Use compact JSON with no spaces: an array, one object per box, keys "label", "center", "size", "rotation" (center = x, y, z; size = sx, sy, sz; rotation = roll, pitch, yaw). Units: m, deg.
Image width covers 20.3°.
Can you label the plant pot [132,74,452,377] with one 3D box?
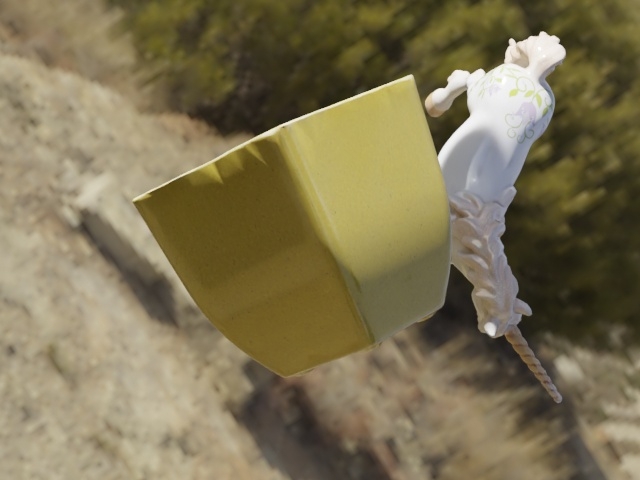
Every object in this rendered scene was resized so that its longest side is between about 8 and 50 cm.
[{"label":"plant pot","center":[0.000,0.000,0.639],"size":[0.081,0.081,0.083],"rotation":[-26,91,-48]}]

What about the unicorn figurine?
[{"label":"unicorn figurine","center":[0.065,-0.019,0.760],"size":[0.060,0.162,0.111],"rotation":[15,-7,-22]}]
